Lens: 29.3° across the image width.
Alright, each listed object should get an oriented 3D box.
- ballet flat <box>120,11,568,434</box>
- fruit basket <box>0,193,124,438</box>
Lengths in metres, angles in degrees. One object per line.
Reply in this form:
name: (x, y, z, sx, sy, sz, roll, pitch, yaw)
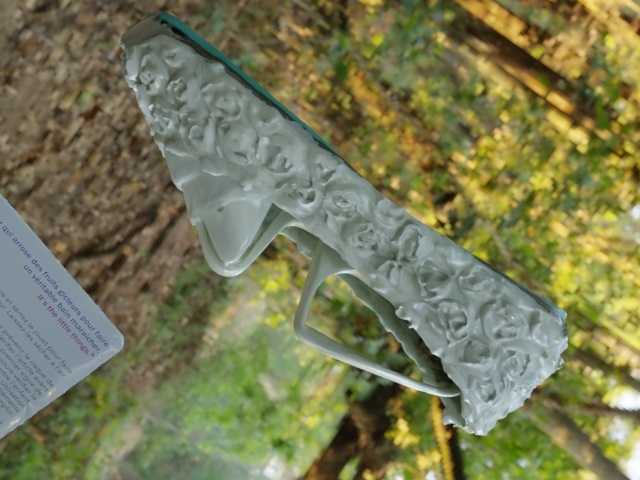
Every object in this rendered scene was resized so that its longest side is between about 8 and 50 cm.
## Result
ballet flat: (0.000, 0.000, 0.888, 0.147, 0.409, 0.147, -53, -175, 7)
fruit basket: (-0.340, 0.025, 0.768, 0.353, 0.327, 0.165, -37, -172, 18)
